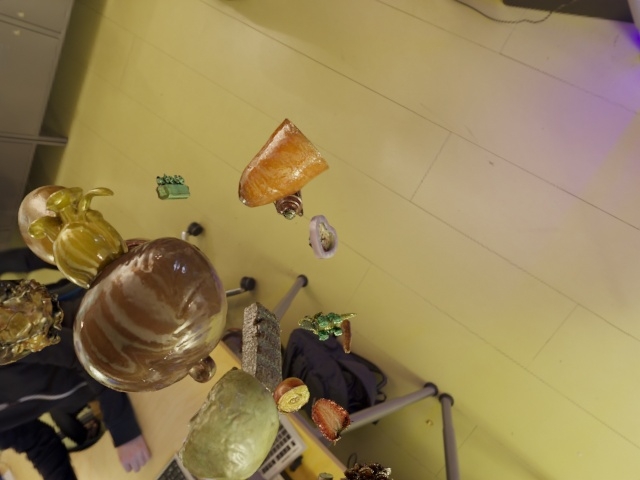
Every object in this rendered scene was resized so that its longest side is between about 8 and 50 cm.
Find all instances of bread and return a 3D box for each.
[{"bbox_3d":[-0.242,0.457,1.785,0.113,0.165,0.416,-32,37,18],"label":"bread"}]

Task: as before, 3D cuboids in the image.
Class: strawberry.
[{"bbox_3d":[0.036,0.782,1.918,0.087,0.167,0.208,-31,93,48],"label":"strawberry"}]

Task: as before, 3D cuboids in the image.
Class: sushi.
[{"bbox_3d":[-0.771,0.204,1.092,0.200,0.204,0.212,-5,83,-16],"label":"sushi"}]

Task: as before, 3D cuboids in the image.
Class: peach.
[{"bbox_3d":[-0.078,0.384,1.077,0.061,0.098,0.098,41,115,47],"label":"peach"}]

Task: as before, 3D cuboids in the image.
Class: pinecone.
[{"bbox_3d":[0.173,0.885,1.483,0.222,0.221,0.221,3,97,27],"label":"pinecone"}]

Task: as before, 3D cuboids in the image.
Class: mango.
[{"bbox_3d":[-0.873,-0.046,1.450,0.378,0.221,0.263,20,112,47],"label":"mango"}]

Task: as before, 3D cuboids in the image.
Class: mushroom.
[{"bbox_3d":[-0.201,0.435,0.936,0.190,0.164,0.267,35,114,1],"label":"mushroom"}]

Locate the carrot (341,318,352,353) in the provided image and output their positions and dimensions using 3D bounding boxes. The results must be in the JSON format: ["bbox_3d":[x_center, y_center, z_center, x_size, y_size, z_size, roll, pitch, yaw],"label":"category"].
[{"bbox_3d":[0.088,0.316,1.421,0.036,0.165,0.035,0,117,-1],"label":"carrot"}]

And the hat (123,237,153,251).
[{"bbox_3d":[-0.376,0.085,0.919,0.205,0.206,0.089,-43,32,25],"label":"hat"}]

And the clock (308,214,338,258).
[{"bbox_3d":[0.000,0.000,1.776,0.064,0.198,0.172,-6,56,29],"label":"clock"}]

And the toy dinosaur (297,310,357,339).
[{"bbox_3d":[0.046,0.334,1.763,0.153,0.260,0.094,-150,56,-67],"label":"toy dinosaur"}]

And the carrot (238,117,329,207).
[{"bbox_3d":[-0.111,-0.169,1.036,0.225,0.159,0.159,-37,78,8],"label":"carrot"}]

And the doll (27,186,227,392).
[{"bbox_3d":[-0.150,0.036,0.353,0.146,0.096,0.187,-21,90,19],"label":"doll"}]

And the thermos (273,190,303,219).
[{"bbox_3d":[-0.104,-0.147,1.443,0.099,0.124,0.231,-34,39,21],"label":"thermos"}]

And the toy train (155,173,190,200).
[{"bbox_3d":[-0.414,-0.149,1.208,0.038,0.148,0.070,-17,95,9],"label":"toy train"}]

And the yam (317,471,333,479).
[{"bbox_3d":[-0.014,0.948,1.506,0.061,0.061,0.252,8,72,27],"label":"yam"}]
